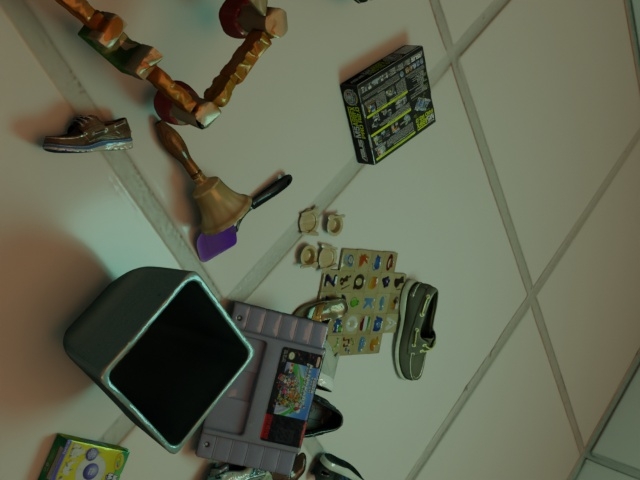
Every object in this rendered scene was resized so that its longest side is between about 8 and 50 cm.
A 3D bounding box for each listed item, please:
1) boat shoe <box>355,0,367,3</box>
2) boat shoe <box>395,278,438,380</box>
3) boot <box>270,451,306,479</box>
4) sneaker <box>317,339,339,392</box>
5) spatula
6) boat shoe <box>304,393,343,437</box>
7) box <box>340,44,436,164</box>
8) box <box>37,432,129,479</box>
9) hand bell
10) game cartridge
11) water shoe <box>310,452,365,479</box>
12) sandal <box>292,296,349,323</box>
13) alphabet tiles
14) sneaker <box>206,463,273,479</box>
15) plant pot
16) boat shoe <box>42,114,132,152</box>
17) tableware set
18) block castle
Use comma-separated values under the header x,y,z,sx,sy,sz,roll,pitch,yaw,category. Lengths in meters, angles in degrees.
x,y,z,sx,sy,sz,roll,pitch,yaw,category
0.010,-0.614,1.782,0.302,0.091,0.114,37,30,-44,boat shoe
0.278,0.265,2.294,0.109,0.091,0.305,-19,116,-51,boat shoe
-0.093,0.575,2.032,0.114,0.037,0.106,29,77,-42,boot
-0.039,0.273,1.975,0.262,0.099,0.121,46,57,-50,sneaker
-0.160,-0.062,1.785,0.296,0.030,0.084,-45,144,-32,spatula
-0.069,0.417,1.953,0.340,0.113,0.127,29,80,-47,boat shoe
0.177,-0.346,2.052,0.270,0.060,0.216,-38,126,-34,box
-0.457,0.450,1.601,0.179,0.043,0.105,30,79,-48,box
-0.254,-0.141,1.631,0.126,0.126,0.242,-48,120,-27,hand bell
-0.126,0.334,1.821,0.230,0.068,0.355,14,89,-5,game cartridge
0.045,0.635,2.183,0.080,0.073,0.203,-47,130,1,water shoe
0.002,0.187,2.002,0.180,0.049,0.072,-17,108,-29,sandal
0.109,0.166,2.153,0.343,0.011,0.285,5,96,-47,alphabet tiles
-0.238,0.577,1.844,0.283,0.110,0.122,-32,108,-43,sneaker
-0.328,0.197,1.514,0.248,0.252,0.247,-51,132,-25,plant pot
-0.420,-0.193,1.457,0.183,0.066,0.066,-16,107,-54,boat shoe
0.000,0.000,1.977,0.141,0.020,0.168,-1,99,-44,tableware set
-0.303,-0.433,1.412,0.453,0.213,0.303,40,83,-38,block castle
